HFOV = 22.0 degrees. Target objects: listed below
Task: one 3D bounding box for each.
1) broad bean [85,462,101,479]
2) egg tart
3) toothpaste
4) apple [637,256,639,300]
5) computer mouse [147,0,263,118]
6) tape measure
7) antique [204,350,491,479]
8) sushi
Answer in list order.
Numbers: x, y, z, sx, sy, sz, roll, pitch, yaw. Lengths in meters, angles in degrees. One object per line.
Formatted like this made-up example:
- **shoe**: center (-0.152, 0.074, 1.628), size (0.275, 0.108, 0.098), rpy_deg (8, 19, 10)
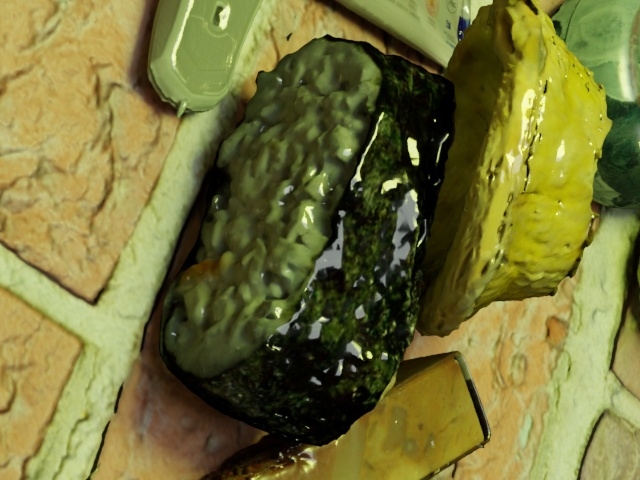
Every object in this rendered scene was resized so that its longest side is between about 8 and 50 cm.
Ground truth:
- **broad bean**: center (-0.295, 0.107, 1.237), size (0.318, 0.056, 0.098), rpy_deg (52, 46, -28)
- **egg tart**: center (0.170, -0.065, 1.488), size (0.132, 0.345, 0.345), rpy_deg (12, 72, -8)
- **toothpaste**: center (0.044, -0.256, 1.599), size (0.323, 0.066, 0.100), rpy_deg (22, 63, -42)
- **apple**: center (0.452, 0.033, 1.823), size (0.200, 0.200, 0.200), rpy_deg (9, 76, -40)
- **computer mouse**: center (-0.106, -0.189, 1.456), size (0.089, 0.056, 0.182), rpy_deg (26, 74, -34)
- **tape measure**: center (0.361, -0.169, 1.805), size (0.275, 0.147, 0.256), rpy_deg (-37, 106, -40)
- **antique**: center (0.018, 0.198, 1.472), size (0.310, 0.087, 0.093), rpy_deg (-24, 96, -41)
- **sushi**: center (0.000, 0.000, 1.420), size (0.171, 0.211, 0.350), rpy_deg (31, 68, -38)
